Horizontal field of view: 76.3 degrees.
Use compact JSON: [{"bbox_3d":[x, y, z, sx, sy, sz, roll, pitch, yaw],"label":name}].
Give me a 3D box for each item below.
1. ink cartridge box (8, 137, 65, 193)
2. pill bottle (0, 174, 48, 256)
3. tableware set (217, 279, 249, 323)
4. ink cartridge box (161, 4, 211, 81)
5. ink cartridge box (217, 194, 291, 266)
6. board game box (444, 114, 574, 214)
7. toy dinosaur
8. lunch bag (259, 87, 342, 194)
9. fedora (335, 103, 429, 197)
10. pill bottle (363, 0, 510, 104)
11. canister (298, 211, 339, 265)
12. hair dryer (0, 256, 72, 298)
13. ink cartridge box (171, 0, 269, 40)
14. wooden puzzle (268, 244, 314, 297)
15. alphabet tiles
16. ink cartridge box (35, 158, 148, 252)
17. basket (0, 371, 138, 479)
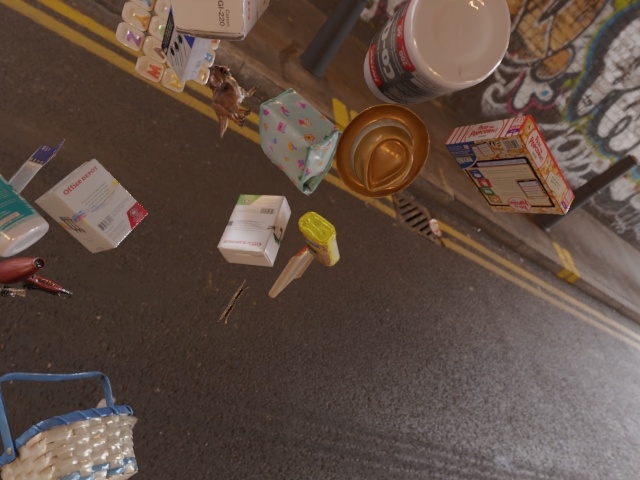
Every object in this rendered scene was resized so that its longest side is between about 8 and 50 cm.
[{"bbox_3d":[-0.951,-0.244,1.346,0.045,0.224,0.223,42,4,-34],"label":"ink cartridge box"},{"bbox_3d":[-0.900,-0.094,1.115,0.264,0.146,0.146,51,34,-11],"label":"pill bottle"},{"bbox_3d":[-0.383,0.280,1.823,0.039,0.128,0.194,33,42,-8],"label":"tableware set"},{"bbox_3d":[-0.282,-0.444,0.870,0.046,0.207,0.097,-29,90,-34],"label":"ink cartridge box"},{"bbox_3d":[-0.203,-0.034,1.282,0.160,0.093,0.220,5,56,17],"label":"ink cartridge box"},{"bbox_3d":[0.332,-0.124,0.721,0.193,0.146,0.045,43,73,-29],"label":"board game box"},{"bbox_3d":[-0.355,-0.531,1.518,0.200,0.295,0.127,23,49,-21],"label":"toy dinosaur"},{"bbox_3d":[-0.075,-0.290,1.266,0.223,0.262,0.160,43,62,13],"label":"lunch bag"},{"bbox_3d":[0.120,-0.155,0.778,0.194,0.194,0.079,32,29,-17],"label":"fedora"},{"bbox_3d":[0.176,-0.326,0.708,0.161,0.161,0.283,34,4,-14],"label":"pill bottle"},{"bbox_3d":[0.000,0.000,1.329,0.126,0.170,0.073,37,71,27],"label":"canister"},{"bbox_3d":[-0.954,0.119,1.358,0.223,0.293,0.080,5,63,-28],"label":"hair dryer"},{"bbox_3d":[-0.123,-0.371,0.527,0.092,0.159,0.218,4,39,-2],"label":"ink cartridge box"},{"bbox_3d":[-0.102,0.105,1.627,0.044,0.221,0.238,39,26,10],"label":"wooden puzzle"},{"bbox_3d":[-0.425,-0.585,1.172,0.021,0.284,0.277,20,3,43],"label":"alphabet tiles"},{"bbox_3d":[-0.542,-0.079,0.971,0.176,0.127,0.128,55,46,-30],"label":"ink cartridge box"},{"bbox_3d":[-0.545,0.413,0.873,0.254,0.201,0.289,28,28,-57],"label":"basket"}]
